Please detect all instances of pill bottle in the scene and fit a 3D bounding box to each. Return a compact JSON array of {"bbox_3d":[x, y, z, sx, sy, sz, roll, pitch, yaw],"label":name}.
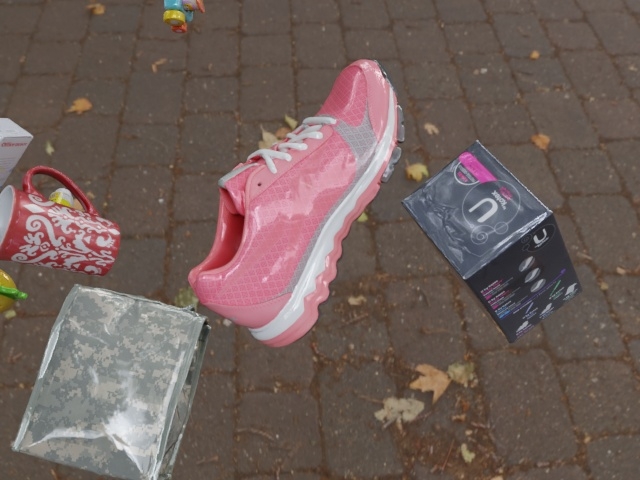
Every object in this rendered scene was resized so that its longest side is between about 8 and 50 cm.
[{"bbox_3d":[-0.462,-0.060,1.144,0.043,0.043,0.083,-8,34,-8],"label":"pill bottle"}]

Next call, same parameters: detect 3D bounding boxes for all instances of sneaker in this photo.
[{"bbox_3d":[-0.024,-0.056,0.634,0.116,0.136,0.313,9,74,60],"label":"sneaker"}]

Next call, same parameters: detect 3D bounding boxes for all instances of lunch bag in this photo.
[{"bbox_3d":[-0.327,0.228,1.065,0.235,0.169,0.287,14,77,1],"label":"lunch bag"}]

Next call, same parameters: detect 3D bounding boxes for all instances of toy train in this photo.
[{"bbox_3d":[-0.163,-0.331,0.755,0.046,0.166,0.125,1,46,9],"label":"toy train"}]

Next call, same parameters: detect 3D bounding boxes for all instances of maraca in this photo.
[{"bbox_3d":[-0.643,0.097,1.246,0.186,0.127,0.099,-8,68,45],"label":"maraca"}]

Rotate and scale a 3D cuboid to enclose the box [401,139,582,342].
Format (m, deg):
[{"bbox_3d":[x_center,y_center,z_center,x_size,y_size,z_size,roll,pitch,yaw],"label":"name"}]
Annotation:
[{"bbox_3d":[0.257,0.012,0.943,0.143,0.270,0.165,-39,52,6],"label":"box"}]

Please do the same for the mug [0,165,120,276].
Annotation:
[{"bbox_3d":[-0.398,-0.022,0.986,0.169,0.150,0.113,19,6,-38],"label":"mug"}]

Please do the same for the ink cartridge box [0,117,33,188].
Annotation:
[{"bbox_3d":[-0.496,-0.120,0.955,0.052,0.122,0.088,38,10,-2],"label":"ink cartridge box"}]
